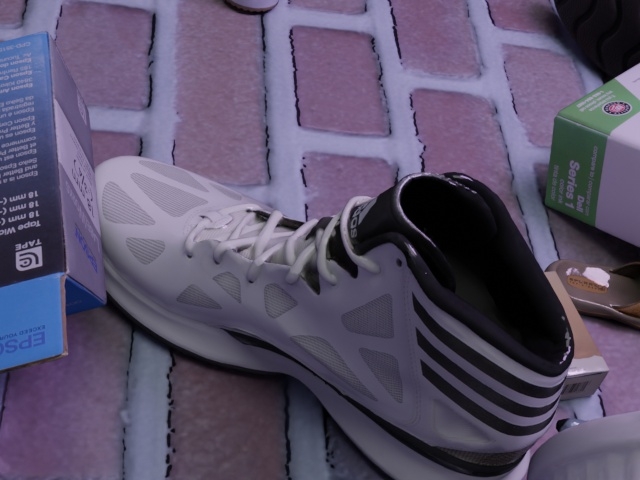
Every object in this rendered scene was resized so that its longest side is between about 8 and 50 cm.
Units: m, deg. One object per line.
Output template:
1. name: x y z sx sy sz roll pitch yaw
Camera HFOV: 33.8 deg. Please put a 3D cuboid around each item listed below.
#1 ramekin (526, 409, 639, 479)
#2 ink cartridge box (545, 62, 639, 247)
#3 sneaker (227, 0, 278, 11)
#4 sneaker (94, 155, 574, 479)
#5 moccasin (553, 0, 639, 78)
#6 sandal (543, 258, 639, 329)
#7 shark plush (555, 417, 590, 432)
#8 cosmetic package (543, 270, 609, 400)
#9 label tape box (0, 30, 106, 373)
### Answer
1. ramekin: 0.266 0.224 0.691 0.272 0.273 0.127 15 58 -1
2. ink cartridge box: 0.396 -0.066 1.036 0.201 0.117 0.278 -30 45 -35
3. sneaker: -0.107 -0.414 1.243 0.099 0.153 0.282 -11 52 -25
4. sneaker: 0.001 0.000 0.821 0.447 0.258 0.169 31 48 14
5. moccasin: 0.446 -0.239 1.228 0.380 0.139 0.147 29 44 27
6. sandal: 0.303 0.046 1.002 0.180 0.049 0.072 12 47 -4
7. shark plush: 0.257 0.182 0.840 0.161 0.073 0.067 -4 59 4
8. cosmetic package: 0.204 0.085 0.945 0.060 0.041 0.115 -7 51 -20
9. label tape box: -0.295 0.009 0.793 0.240 0.106 0.334 -15 50 0
